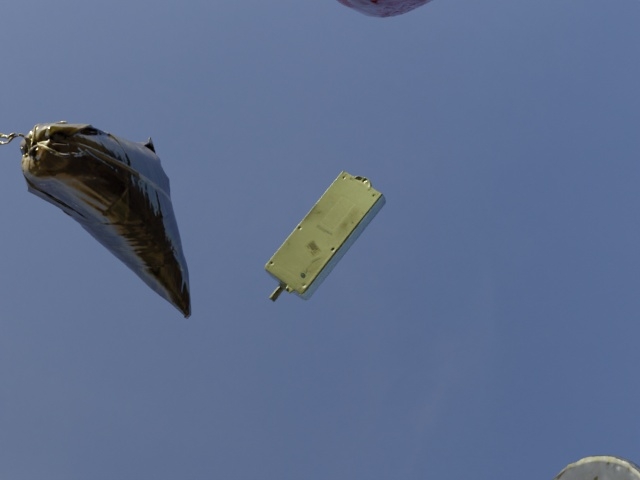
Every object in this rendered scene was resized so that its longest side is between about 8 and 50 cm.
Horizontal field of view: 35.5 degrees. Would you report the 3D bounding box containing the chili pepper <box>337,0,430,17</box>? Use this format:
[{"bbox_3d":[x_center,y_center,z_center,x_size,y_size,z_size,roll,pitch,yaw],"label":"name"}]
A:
[{"bbox_3d":[0.047,-0.221,0.684,0.134,0.338,0.131,39,-79,-3],"label":"chili pepper"}]

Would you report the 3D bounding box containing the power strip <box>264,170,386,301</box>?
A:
[{"bbox_3d":[0.000,0.000,0.870,0.051,0.019,0.136,32,-103,26],"label":"power strip"}]

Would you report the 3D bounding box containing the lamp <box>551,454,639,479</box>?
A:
[{"bbox_3d":[0.225,0.303,0.619,0.108,0.130,0.371,-30,-67,1],"label":"lamp"}]

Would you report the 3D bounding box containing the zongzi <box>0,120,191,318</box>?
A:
[{"bbox_3d":[-0.190,-0.015,0.906,0.084,0.187,0.184,-25,-102,18],"label":"zongzi"}]
